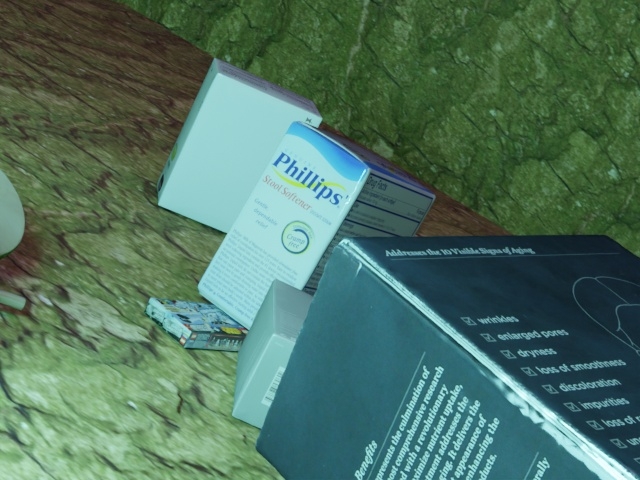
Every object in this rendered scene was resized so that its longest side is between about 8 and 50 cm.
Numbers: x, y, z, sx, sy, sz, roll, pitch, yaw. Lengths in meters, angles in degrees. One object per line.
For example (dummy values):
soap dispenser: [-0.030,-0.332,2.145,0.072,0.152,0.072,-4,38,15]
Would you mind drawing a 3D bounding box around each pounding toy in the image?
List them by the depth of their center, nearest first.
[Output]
pounding toy: [-0.469,-0.007,1.748,0.183,0.110,0.236,25,38,-38]

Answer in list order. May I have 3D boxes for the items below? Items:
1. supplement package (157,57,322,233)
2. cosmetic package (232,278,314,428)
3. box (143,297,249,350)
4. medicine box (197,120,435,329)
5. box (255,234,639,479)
supplement package: [-0.149,-0.158,2.519,0.204,0.261,0.145,23,13,-14]
cosmetic package: [-0.045,0.152,1.837,0.107,0.127,0.238,25,15,-5]
box: [-0.165,0.117,1.952,0.094,0.027,0.137,35,15,37]
medicine box: [0.000,0.000,2.085,0.149,0.289,0.263,33,8,25]
box: [0.278,0.228,1.528,0.480,0.297,0.472,0,32,-43]
